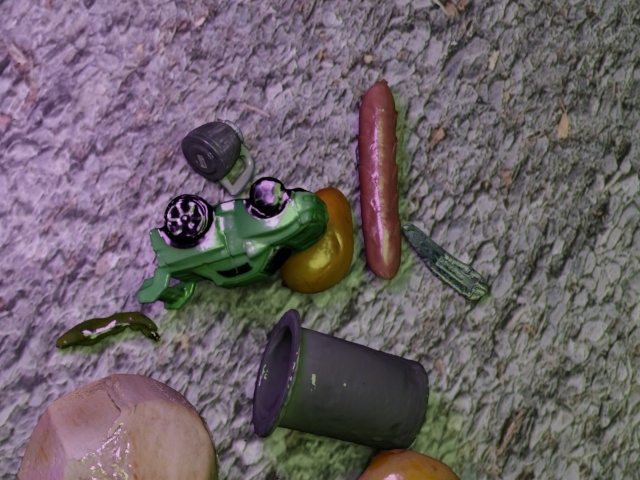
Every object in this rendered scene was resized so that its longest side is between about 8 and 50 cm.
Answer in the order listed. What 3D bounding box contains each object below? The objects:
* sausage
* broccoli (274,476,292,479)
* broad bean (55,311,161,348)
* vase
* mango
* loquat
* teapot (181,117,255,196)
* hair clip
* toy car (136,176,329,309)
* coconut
[{"bbox_3d":[0.122,-0.130,2.054,0.088,0.088,0.433,2,77,-12],"label":"sausage"},{"bbox_3d":[-0.025,0.557,1.783,0.199,0.275,0.177,-33,129,-3],"label":"broccoli"},{"bbox_3d":[-0.402,0.168,1.888,0.195,0.046,0.061,-3,76,-15],"label":"broad bean"},{"bbox_3d":[0.043,0.285,1.873,0.291,0.245,0.245,18,74,-13],"label":"vase"},{"bbox_3d":[0.000,0.000,1.986,0.147,0.109,0.227,16,74,16],"label":"mango"},{"bbox_3d":[0.165,0.504,1.824,0.244,0.244,0.243,3,77,-12],"label":"loquat"},{"bbox_3d":[-0.191,-0.178,1.983,0.149,0.111,0.108,39,58,3],"label":"teapot"},{"bbox_3d":[0.254,0.043,2.070,0.229,0.036,0.066,40,77,-8],"label":"hair clip"},{"bbox_3d":[-0.161,0.007,1.857,0.359,0.213,0.176,-12,77,10],"label":"toy car"},{"bbox_3d":[-0.348,0.402,1.725,0.353,0.352,0.352,3,77,-12],"label":"coconut"}]
